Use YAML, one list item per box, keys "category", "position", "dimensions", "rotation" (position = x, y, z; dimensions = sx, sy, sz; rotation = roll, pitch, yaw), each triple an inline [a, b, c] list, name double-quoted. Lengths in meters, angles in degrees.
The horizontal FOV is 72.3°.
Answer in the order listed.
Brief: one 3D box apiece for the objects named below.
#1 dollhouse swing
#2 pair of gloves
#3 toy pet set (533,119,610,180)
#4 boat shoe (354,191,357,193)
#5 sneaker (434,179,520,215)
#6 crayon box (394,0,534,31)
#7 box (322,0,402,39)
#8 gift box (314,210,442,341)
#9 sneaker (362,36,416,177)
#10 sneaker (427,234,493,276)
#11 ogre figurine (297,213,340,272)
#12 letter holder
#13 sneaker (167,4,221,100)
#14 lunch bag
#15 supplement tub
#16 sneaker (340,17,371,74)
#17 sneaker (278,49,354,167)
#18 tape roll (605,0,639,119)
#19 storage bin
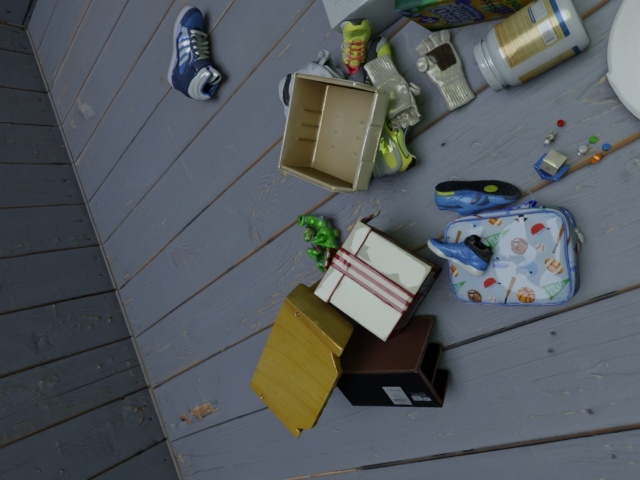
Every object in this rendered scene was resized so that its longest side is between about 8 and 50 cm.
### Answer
- category: "dollhouse swing"
  position: [-0.007, 0.327, 1.339]
  dimensions: [0.315, 0.305, 0.347]
  rotation: [37, 117, 30]
- category: "pair of gloves"
  position: [0.249, -0.405, 1.113]
  dimensions: [0.240, 0.042, 0.204]
  rotation: [-20, 84, 4]
- category: "toy pet set"
  position: [0.551, -0.188, 0.987]
  dimensions: [0.122, 0.065, 0.114]
  rotation: [41, 85, 23]
- category: "boat shoe"
  position: [0.111, -0.255, 1.308]
  dimensions: [0.081, 0.068, 0.228]
  rotation: [1, 97, 40]
- category: "sneaker"
  position: [0.396, -0.104, 1.115]
  dimensions: [0.209, 0.069, 0.082]
  rotation: [5, 128, 32]
- category: "crayon box"
  position: [0.356, -0.558, 0.979]
  dimensions: [0.323, 0.203, 0.083]
  rotation: [7, 101, 38]
- category: "box"
  position: [0.104, -0.758, 1.174]
  dimensions: [0.215, 0.168, 0.345]
  rotation: [-22, 82, 39]
- category: "gift box"
  position: [0.163, 0.083, 1.190]
  dimensions: [0.258, 0.255, 0.276]
  rotation: [32, 92, 21]
- category: "sneaker"
  position: [0.188, -0.364, 1.213]
  dimensions: [0.147, 0.145, 0.385]
  rotation: [-1, 90, 4]
- category: "sneaker"
  position: [0.334, 0.012, 1.043]
  dimensions: [0.152, 0.058, 0.085]
  rotation: [35, 120, 30]
- category: "ogre figurine"
  position: [0.000, 0.000, 1.423]
  dimensions: [0.118, 0.096, 0.197]
  rotation: [-22, 72, 50]
- category: "letter holder"
  position: [0.212, 0.353, 1.289]
  dimensions: [0.301, 0.214, 0.152]
  rotation: [-16, 118, 39]
- category: "sneaker"
  position: [-0.446, -0.698, 1.666]
  dimensions: [0.236, 0.130, 0.323]
  rotation: [27, 109, 22]
- category: "lunch bag"
  position: [0.457, 0.032, 1.050]
  dimensions: [0.303, 0.115, 0.243]
  rotation: [-6, 91, 40]
- category: "supplement tub"
  position: [0.456, -0.431, 0.956]
  dimensions: [0.199, 0.144, 0.144]
  rotation: [-24, 82, 38]
- category: "sneaker"
  position: [0.096, -0.516, 1.177]
  dimensions: [0.081, 0.208, 0.094]
  rotation: [-2, 87, 2]
- category: "sneaker"
  position: [0.008, -0.384, 1.327]
  dimensions: [0.210, 0.137, 0.366]
  rotation: [-28, 76, 40]
- category: "tape roll"
  position: [0.741, -0.372, 0.784]
  dimensions: [0.392, 0.072, 0.392]
  rotation: [7, 101, 37]
- category: "storage bin"
  position: [0.029, -0.282, 1.152]
  dimensions: [0.260, 0.123, 0.262]
  rotation: [30, 115, 45]
